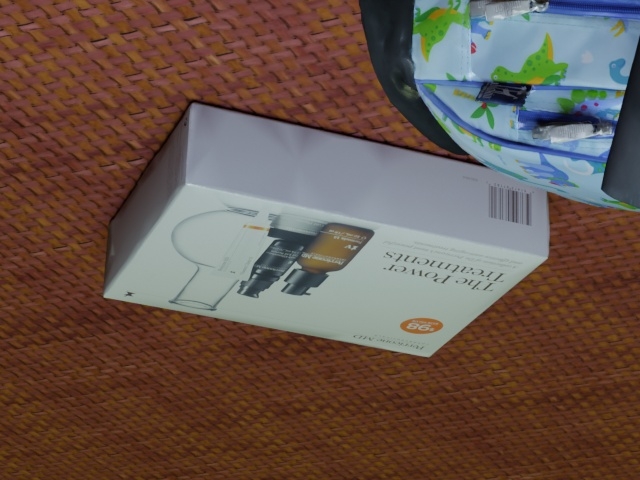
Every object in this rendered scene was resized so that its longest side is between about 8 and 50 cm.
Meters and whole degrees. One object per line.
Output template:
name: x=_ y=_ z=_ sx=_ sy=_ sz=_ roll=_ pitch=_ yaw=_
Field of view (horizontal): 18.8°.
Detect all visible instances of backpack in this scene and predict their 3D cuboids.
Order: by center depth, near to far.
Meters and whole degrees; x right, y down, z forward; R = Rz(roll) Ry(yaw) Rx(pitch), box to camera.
backpack: x=0.238 y=-0.129 z=1.439 sx=0.355 sy=0.273 sz=0.290 roll=-7 pitch=165 yaw=24

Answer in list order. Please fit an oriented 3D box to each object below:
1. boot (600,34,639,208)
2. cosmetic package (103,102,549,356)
boot: x=0.230 y=-0.230 z=1.161 sx=0.367 sy=0.146 sz=0.445 roll=5 pitch=115 yaw=-7
cosmetic package: x=0.000 y=0.000 z=1.958 sx=0.377 sy=0.097 sz=0.284 roll=11 pitch=155 yaw=-18
